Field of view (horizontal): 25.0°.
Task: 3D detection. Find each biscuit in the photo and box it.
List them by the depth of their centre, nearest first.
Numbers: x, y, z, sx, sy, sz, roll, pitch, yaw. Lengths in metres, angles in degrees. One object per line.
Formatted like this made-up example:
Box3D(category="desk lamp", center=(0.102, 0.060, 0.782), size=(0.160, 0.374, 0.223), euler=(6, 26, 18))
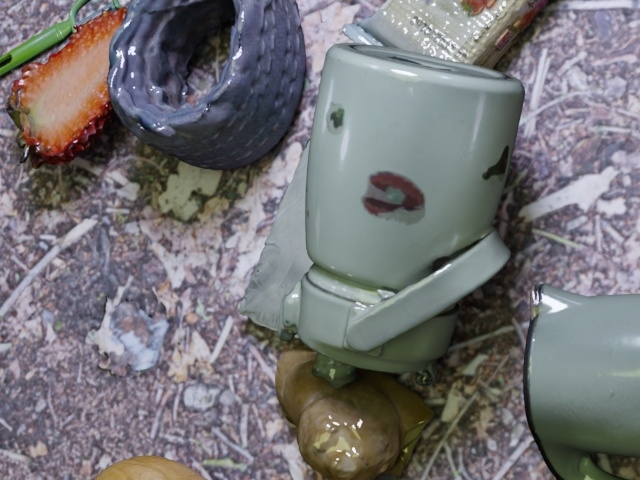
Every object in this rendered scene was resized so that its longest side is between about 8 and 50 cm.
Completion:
Box3D(category="biscuit", center=(0.183, -0.296, 1.589), size=(0.186, 0.079, 0.309), euler=(43, 98, 21))

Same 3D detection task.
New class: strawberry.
Box3D(category="strawberry", center=(-0.281, -0.174, 1.755), size=(0.208, 0.087, 0.167), euler=(-33, 52, 9))

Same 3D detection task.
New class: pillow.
Box3D(category="pillow", center=(0.000, 0.000, 1.618), size=(0.128, 0.051, 0.229), euler=(22, 86, 23))

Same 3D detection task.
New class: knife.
Box3D(category="knife", center=(-0.349, -0.266, 1.845), size=(0.212, 0.015, 0.054), euler=(-28, 69, 15))

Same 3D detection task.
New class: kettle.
Box3D(category="kettle", center=(0.329, 0.158, 1.393), size=(0.255, 0.165, 0.240), euler=(-1, 107, 24))

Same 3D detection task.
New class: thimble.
Box3D(category="thimble", center=(-0.127, -0.205, 1.652), size=(0.205, 0.172, 0.236), euler=(36, 92, 22))

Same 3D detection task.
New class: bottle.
Box3D(category="bottle", center=(0.085, -0.011, 1.475), size=(0.229, 0.229, 0.352), euler=(15, 102, 25))

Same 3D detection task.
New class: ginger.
Box3D(category="ginger", center=(0.004, 0.187, 1.545), size=(0.193, 0.122, 0.115), euler=(30, 111, 31))

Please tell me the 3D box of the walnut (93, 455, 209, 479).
Box3D(category="walnut", center=(-0.169, 0.336, 1.547), size=(0.225, 0.193, 0.193), euler=(37, 94, 25))
